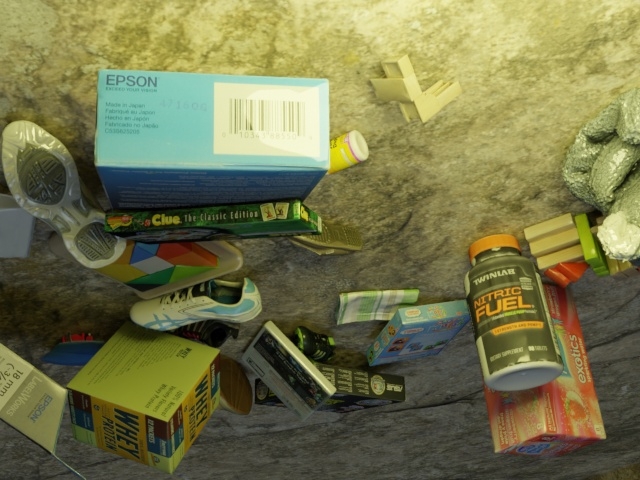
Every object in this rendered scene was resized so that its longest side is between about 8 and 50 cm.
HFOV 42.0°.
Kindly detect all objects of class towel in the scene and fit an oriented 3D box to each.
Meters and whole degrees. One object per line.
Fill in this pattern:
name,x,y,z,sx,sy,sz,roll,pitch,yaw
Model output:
towel,0.107,0.128,1.601,0.151,0.023,0.113,-2,151,-6

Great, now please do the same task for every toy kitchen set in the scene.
toy kitchen set,0.113,-0.199,1.027,0.068,0.075,0.083,15,138,55

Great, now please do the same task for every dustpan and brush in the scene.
dustpan and brush,-0.521,-0.033,1.188,0.211,0.060,0.147,1,149,-24

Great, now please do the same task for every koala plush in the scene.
koala plush,0.441,-0.052,1.139,0.196,0.221,0.203,14,146,-31

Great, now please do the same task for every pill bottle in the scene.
pill bottle,0.311,0.114,1.384,0.130,0.246,0.130,-6,151,-3
pill bottle,0.020,-0.115,1.135,0.083,0.043,0.043,-21,147,25

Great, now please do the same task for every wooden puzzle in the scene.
wooden puzzle,-0.273,0.026,1.333,0.220,0.044,0.238,-18,148,21

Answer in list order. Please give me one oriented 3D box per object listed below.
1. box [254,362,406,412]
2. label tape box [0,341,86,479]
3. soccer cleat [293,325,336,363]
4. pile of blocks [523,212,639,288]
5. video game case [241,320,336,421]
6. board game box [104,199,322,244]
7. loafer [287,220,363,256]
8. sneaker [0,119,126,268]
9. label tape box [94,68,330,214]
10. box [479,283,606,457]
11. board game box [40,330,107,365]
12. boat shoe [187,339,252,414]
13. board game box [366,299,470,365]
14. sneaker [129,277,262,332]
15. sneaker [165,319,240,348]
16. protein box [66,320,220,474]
box,0.021,0.334,1.862,0.270,0.060,0.216,15,155,-38
label tape box,-0.522,0.273,1.451,0.333,0.106,0.240,38,158,-9
soccer cleat,-0.009,0.208,1.695,0.072,0.060,0.179,-18,156,2
pile of blocks,0.527,0.013,1.380,0.362,0.113,0.149,-8,151,4
video game case,-0.068,0.268,1.688,0.022,0.190,0.173,-39,171,-36
board game box,-0.137,-0.021,1.109,0.259,0.030,0.136,-3,170,11
loafer,0.000,0.000,1.322,0.148,0.056,0.050,16,138,-32
sneaker,-0.356,-0.066,1.113,0.090,0.115,0.232,-35,127,-13
label tape box,-0.139,-0.101,1.040,0.249,0.115,0.347,0,173,-10
box,0.400,0.239,1.565,0.154,0.300,0.142,12,148,-26
board game box,-0.465,0.207,1.635,0.133,0.033,0.168,9,153,-34
boat shoe,-0.245,0.292,1.763,0.089,0.105,0.285,-16,139,27
board game box,0.198,0.187,1.681,0.160,0.039,0.211,-6,153,-20
sneaker,-0.221,0.105,1.459,0.237,0.085,0.086,-7,125,7
sneaker,-0.220,0.170,1.564,0.170,0.075,0.063,-17,149,20
protein box,-0.313,0.280,1.516,0.201,0.200,0.136,15,126,15
